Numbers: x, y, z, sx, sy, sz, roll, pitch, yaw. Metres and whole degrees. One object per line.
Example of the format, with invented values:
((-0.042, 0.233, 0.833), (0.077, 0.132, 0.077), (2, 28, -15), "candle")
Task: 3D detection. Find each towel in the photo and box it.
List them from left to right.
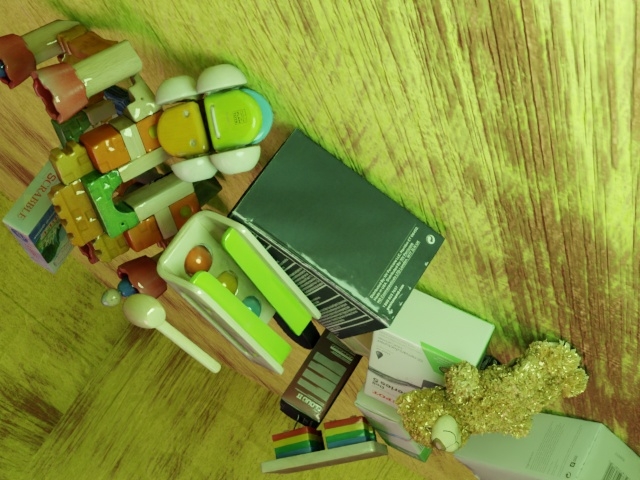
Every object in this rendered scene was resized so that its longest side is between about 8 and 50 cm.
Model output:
((-0.372, -0.250, 1.796), (0.067, 0.029, 0.119), (26, 163, 25), "towel")

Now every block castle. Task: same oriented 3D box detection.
((-0.383, -0.121, 1.565), (0.303, 0.213, 0.453), (32, 146, 47), "block castle")

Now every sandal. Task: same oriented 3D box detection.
((-0.154, 0.117, 2.214), (0.168, 0.107, 0.445), (13, 144, 57), "sandal")

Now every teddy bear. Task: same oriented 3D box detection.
((0.304, 0.281, 1.629), (0.245, 0.338, 0.113), (79, 176, -56), "teddy bear")

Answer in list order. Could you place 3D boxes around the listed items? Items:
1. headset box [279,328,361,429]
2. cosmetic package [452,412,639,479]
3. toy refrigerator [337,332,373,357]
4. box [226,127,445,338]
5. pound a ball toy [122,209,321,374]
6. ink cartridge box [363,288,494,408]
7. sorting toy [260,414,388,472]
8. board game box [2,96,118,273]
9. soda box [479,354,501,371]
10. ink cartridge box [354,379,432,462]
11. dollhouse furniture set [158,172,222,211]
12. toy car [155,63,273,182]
((0.008, 0.325, 2.250), (0.110, 0.293, 0.218), (32, 163, 7), "headset box")
((0.486, 0.476, 2.003), (0.197, 0.155, 0.366), (41, 160, -25), "cosmetic package")
((0.044, 0.155, 2.053), (0.269, 0.094, 0.102), (44, 161, -31), "toy refrigerator")
((0.000, 0.000, 1.532), (0.294, 0.182, 0.296), (35, 164, -6), "box")
((-0.163, 0.100, 1.448), (0.136, 0.208, 0.319), (21, 160, 41), "pound a ball toy")
((0.202, 0.232, 1.802), (0.198, 0.114, 0.272), (24, 146, 14), "ink cartridge box")
((0.010, 0.469, 2.152), (0.256, 0.089, 0.257), (-13, 164, 8), "sorting toy")
((-0.510, -0.108, 1.951), (0.066, 0.318, 0.318), (32, 164, 2), "board game box")
((0.310, 0.267, 1.943), (0.060, 0.053, 0.169), (41, 163, -23), "soda box")
((0.206, 0.353, 2.117), (0.117, 0.201, 0.278), (22, 160, 30), "ink cartridge box")
((-0.290, -0.116, 1.965), (0.197, 0.151, 0.301), (50, -173, 20), "dollhouse furniture set")
((-0.151, -0.177, 1.413), (0.182, 0.136, 0.159), (-9, 96, 32), "toy car")
